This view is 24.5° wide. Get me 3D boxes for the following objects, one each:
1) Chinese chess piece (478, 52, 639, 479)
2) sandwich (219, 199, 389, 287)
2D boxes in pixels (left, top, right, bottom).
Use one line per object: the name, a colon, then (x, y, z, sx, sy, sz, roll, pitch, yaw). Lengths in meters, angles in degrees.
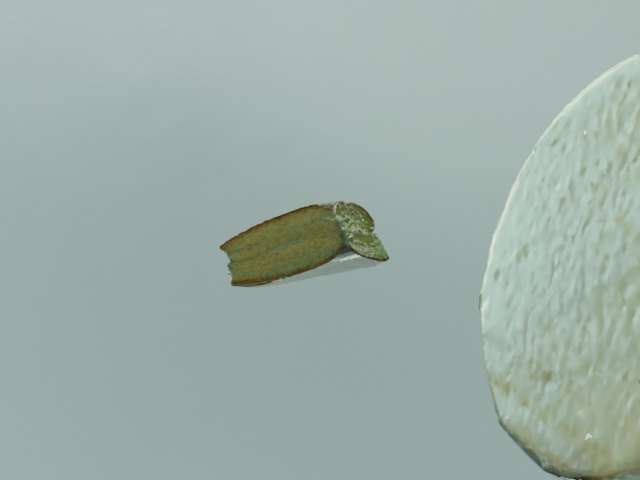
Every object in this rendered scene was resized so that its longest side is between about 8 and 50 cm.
Chinese chess piece: (0.190, 0.020, 0.773, 0.097, 0.251, 0.250, 17, -74, -26)
sandwich: (0.000, 0.000, 0.675, 0.083, 0.044, 0.030, -13, -101, -29)
